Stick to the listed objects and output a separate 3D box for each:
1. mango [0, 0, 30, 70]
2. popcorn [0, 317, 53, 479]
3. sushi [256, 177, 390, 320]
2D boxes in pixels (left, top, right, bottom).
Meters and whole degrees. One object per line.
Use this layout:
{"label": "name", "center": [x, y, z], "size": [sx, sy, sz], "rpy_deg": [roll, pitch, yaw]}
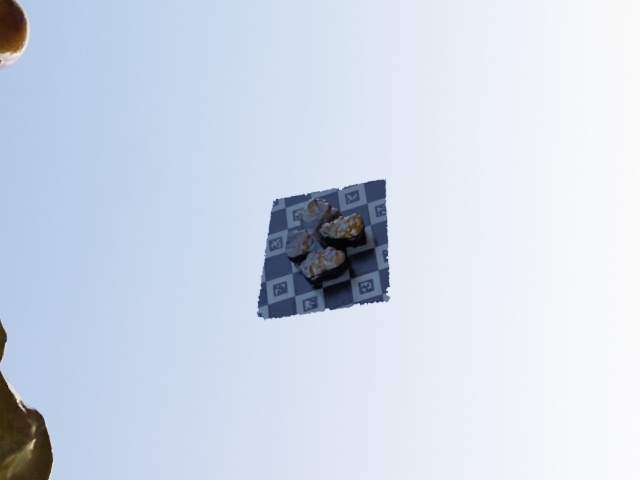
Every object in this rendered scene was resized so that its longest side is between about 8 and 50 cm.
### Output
{"label": "mango", "center": [-0.384, -0.226, 1.208], "size": [0.089, 0.165, 0.115], "rpy_deg": [76, -158, -65]}
{"label": "popcorn", "center": [-0.524, 0.235, 1.489], "size": [0.292, 0.294, 0.334], "rpy_deg": [-46, -51, -55]}
{"label": "sushi", "center": [0.000, 0.000, 1.570], "size": [0.040, 0.193, 0.210], "rpy_deg": [58, -151, -48]}
